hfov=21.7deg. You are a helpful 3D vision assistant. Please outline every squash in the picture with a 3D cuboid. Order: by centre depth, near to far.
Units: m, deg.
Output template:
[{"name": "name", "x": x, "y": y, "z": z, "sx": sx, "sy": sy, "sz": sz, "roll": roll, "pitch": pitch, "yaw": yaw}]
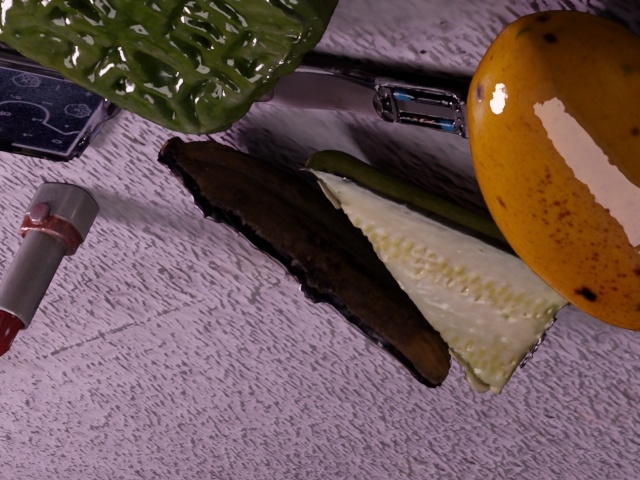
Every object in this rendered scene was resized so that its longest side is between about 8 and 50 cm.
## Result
[{"name": "squash", "x": 0.081, "y": 0.013, "z": 1.428, "sx": 0.252, "sy": 0.093, "sz": 0.169, "roll": 24, "pitch": 133, "yaw": -5}]

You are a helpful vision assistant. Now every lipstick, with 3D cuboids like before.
[{"name": "lipstick", "x": -0.282, "y": 0.032, "z": 1.615, "sx": 0.063, "sy": 0.186, "sz": 0.057, "roll": 3, "pitch": 146, "yaw": 30}]

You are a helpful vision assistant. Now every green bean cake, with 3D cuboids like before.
[{"name": "green bean cake", "x": -0.115, "y": -0.189, "z": 1.191, "sx": 0.222, "sy": 0.125, "sz": 0.248, "roll": 29, "pitch": 151, "yaw": -13}]

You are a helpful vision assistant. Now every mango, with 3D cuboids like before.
[{"name": "mango", "x": 0.203, "y": -0.051, "z": 1.180, "sx": 0.191, "sy": 0.160, "sz": 0.290, "roll": 2, "pitch": 142, "yaw": 48}]

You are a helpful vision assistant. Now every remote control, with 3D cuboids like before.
[{"name": "remote control", "x": 0.026, "y": -0.118, "z": 1.313, "sx": 0.212, "sy": 0.028, "sz": 0.059, "roll": 11, "pitch": 150, "yaw": 20}]

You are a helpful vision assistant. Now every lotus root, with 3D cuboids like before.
[{"name": "lotus root", "x": 0.000, "y": -0.001, "z": 1.463, "sx": 0.329, "sy": 0.078, "sz": 0.167, "roll": 38, "pitch": -175, "yaw": -19}]

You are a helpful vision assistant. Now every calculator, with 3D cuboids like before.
[{"name": "calculator", "x": -0.319, "y": -0.128, "z": 1.453, "sx": 0.274, "sy": 0.028, "sz": 0.166, "roll": 10, "pitch": 156, "yaw": -22}]
